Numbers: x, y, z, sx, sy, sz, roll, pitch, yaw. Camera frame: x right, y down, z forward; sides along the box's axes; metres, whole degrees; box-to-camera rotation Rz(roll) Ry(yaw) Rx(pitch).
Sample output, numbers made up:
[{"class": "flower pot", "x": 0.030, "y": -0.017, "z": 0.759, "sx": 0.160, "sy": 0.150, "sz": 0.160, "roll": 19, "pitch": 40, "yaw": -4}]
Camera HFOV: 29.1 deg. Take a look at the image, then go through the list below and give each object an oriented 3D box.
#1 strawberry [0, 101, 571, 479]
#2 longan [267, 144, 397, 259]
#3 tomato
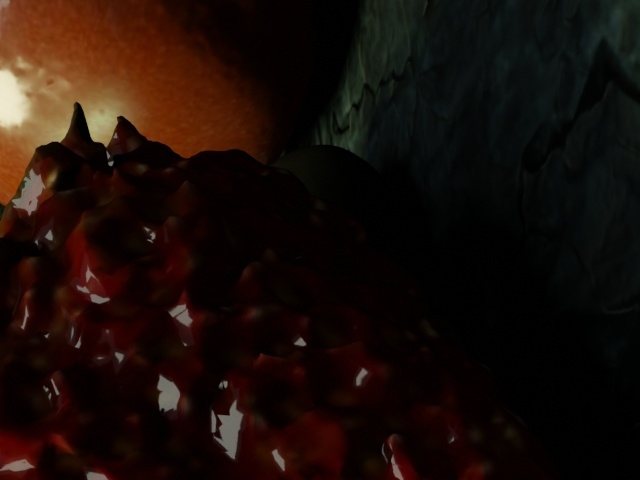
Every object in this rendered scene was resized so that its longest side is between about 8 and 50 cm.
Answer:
[{"class": "strawberry", "x": -0.034, "y": 0.126, "z": 0.570, "sx": 0.343, "sy": 0.292, "sz": 0.292, "roll": 37, "pitch": 141, "yaw": 12}, {"class": "longan", "x": 0.000, "y": 0.000, "z": 0.709, "sx": 0.113, "sy": 0.092, "sz": 0.113, "roll": -24, "pitch": 62, "yaw": 56}, {"class": "tomato", "x": -0.145, "y": -0.175, "z": 0.844, "sx": 0.341, "sy": 0.273, "sz": 0.341, "roll": 179, "pitch": 90, "yaw": -72}]
